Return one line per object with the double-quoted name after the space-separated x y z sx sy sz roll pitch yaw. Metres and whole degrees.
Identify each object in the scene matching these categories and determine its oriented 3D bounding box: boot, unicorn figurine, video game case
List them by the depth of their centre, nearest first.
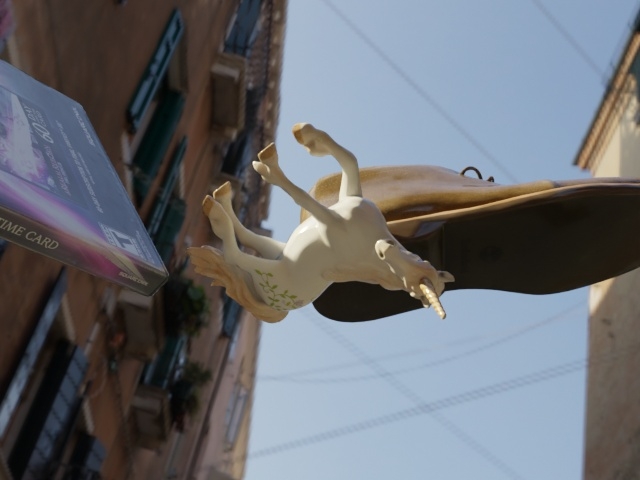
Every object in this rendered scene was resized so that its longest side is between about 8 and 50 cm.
0.000 0.000 0.505 0.111 0.060 0.162 52 -35 -4 "unicorn figurine"
-0.222 -0.077 0.572 0.026 0.196 0.274 -44 -39 13 "video game case"
0.133 -0.023 0.747 0.305 0.115 0.112 -6 -46 -8 "boot"
